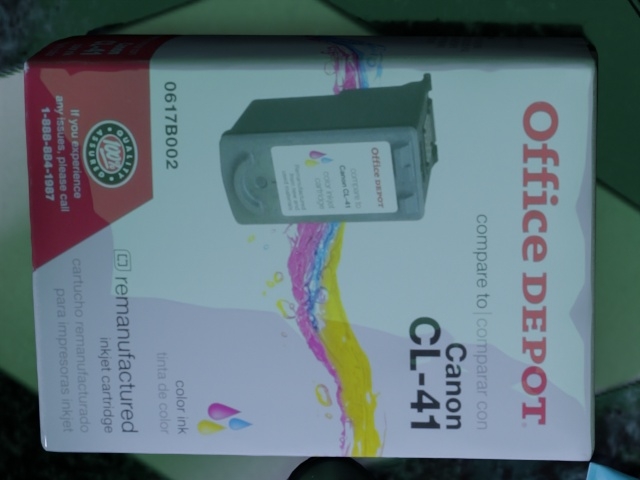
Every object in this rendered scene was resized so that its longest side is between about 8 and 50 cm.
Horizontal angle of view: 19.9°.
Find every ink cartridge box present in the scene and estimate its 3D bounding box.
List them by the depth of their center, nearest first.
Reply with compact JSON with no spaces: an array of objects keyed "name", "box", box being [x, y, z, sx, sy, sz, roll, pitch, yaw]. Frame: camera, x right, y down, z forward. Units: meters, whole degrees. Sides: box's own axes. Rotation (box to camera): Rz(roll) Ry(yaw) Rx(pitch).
[{"name":"ink cartridge box","box":[0.000,0.000,1.013,0.306,0.131,0.226,0,101,8]}]

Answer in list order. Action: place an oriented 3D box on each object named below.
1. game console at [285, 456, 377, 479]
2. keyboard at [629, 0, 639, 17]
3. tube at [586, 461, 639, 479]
[{"name":"game console","box":[0.003,0.307,1.010,0.250,0.173,0.293,45,83,-7]},{"name":"keyboard","box":[0.265,-0.163,0.997,0.192,0.038,0.100,-35,95,13]},{"name":"tube","box":[0.251,0.192,1.066,0.207,0.052,0.080,13,95,10]}]
